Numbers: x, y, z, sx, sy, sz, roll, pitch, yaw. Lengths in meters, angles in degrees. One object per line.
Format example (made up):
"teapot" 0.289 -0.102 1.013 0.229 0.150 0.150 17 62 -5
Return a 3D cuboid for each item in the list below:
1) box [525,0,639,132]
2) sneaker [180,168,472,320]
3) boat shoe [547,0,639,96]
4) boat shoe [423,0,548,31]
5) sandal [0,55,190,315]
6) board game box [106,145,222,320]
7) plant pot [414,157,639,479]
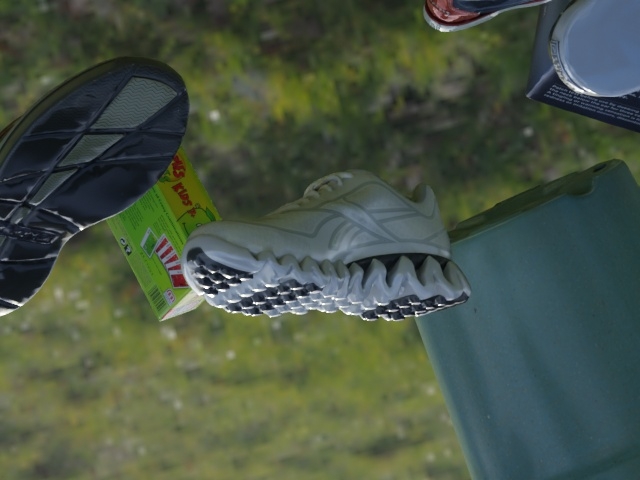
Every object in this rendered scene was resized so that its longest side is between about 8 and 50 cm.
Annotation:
"box" 0.327 -0.287 1.636 0.183 0.296 0.294 16 156 -11
"sneaker" 0.000 0.000 1.529 0.110 0.118 0.292 -17 165 42
"boat shoe" 0.226 -0.144 1.013 0.228 0.080 0.076 -30 -167 1
"boat shoe" 0.128 -0.182 1.247 0.137 0.049 0.043 -25 154 -24
"sandal" -0.219 -0.048 1.423 0.120 0.086 0.303 20 133 -37
"board game box" -0.142 -0.034 1.571 0.043 0.181 0.092 -20 165 -39
"plant pot" 0.254 0.118 1.875 0.341 0.334 0.341 -25 -177 1
